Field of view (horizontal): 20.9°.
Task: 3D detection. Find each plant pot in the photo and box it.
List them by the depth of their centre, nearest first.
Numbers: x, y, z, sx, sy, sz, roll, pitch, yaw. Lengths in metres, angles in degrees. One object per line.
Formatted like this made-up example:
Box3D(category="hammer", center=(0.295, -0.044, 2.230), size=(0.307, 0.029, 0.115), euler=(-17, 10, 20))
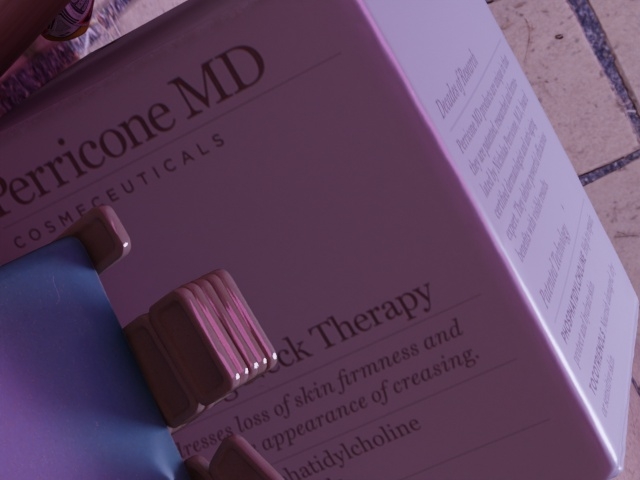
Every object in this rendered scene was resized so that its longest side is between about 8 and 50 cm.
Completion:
Box3D(category="plant pot", center=(-0.213, 0.124, 0.842), size=(0.234, 0.165, 0.165), euler=(-22, 87, -54))

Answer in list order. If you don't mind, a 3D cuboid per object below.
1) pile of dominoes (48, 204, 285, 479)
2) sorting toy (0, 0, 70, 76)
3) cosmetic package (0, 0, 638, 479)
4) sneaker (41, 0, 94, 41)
Box3D(category="pile of dominoes", center=(-0.118, 0.107, 0.948), size=(0.040, 0.251, 0.196), euler=(-24, 81, -49))
Box3D(category="sorting toy", center=(-0.211, -0.187, 1.110), size=(0.089, 0.257, 0.255), euler=(45, 22, -4))
Box3D(category="cosmetic package", center=(0.000, 0.000, 1.282), size=(0.393, 0.329, 0.327), euler=(60, 21, -11))
Box3D(category="sneaker", center=(-0.223, -0.245, 1.402), size=(0.225, 0.088, 0.092), euler=(-98, 179, -46))
